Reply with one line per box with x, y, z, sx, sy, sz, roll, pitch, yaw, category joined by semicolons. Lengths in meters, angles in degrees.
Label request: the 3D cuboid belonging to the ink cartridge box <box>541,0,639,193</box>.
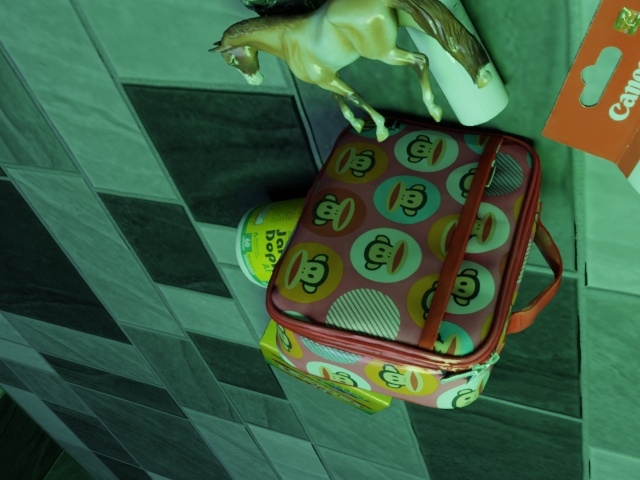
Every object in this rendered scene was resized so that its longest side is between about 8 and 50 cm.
0.326;-0.096;0.661;0.232;0.066;0.189;19;145;8;ink cartridge box

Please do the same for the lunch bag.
0.106;0.016;0.755;0.258;0.293;0.120;13;145;16;lunch bag

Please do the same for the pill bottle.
0.000;0.000;0.968;0.208;0.117;0.117;-6;133;41;pill bottle

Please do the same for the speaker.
0.124;-0.173;0.705;0.055;0.055;0.136;-7;133;42;speaker

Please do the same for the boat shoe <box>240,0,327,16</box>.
-0.053;-0.250;0.716;0.080;0.073;0.223;1;138;34;boat shoe

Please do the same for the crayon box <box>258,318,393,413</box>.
0.016;0.175;1.132;0.202;0.081;0.318;26;165;6;crayon box

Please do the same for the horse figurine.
0.036;-0.168;0.680;0.174;0.066;0.263;42;153;-25;horse figurine
